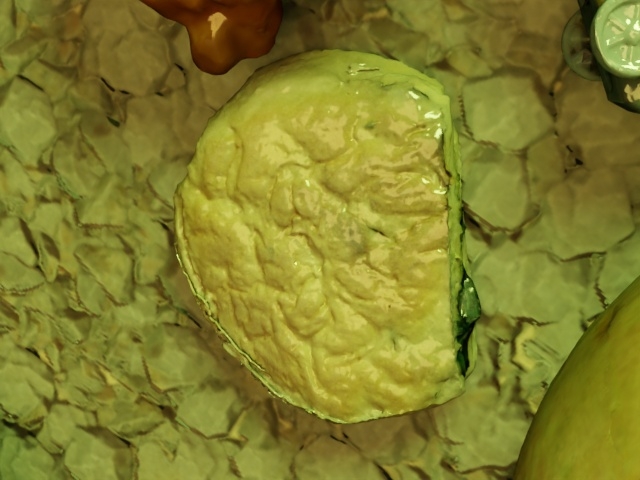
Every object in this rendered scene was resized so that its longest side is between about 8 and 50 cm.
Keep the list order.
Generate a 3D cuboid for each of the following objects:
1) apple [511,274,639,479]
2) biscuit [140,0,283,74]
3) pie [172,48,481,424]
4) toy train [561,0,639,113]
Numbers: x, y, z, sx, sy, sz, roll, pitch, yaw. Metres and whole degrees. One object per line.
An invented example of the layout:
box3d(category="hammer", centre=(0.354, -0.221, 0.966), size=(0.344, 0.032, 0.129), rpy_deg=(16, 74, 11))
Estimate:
box3d(category="apple", centre=(0.231, 0.150, 0.405), size=(0.338, 0.305, 0.338), rpy_deg=(3, 116, 7))
box3d(category="biscuit", centre=(-0.044, -0.284, 0.455), size=(0.312, 0.110, 0.318), rpy_deg=(-41, 87, 30))
box3d(category="pie", centre=(-0.001, 0.001, 0.559), size=(0.185, 0.052, 0.218), rpy_deg=(-1, 105, 14))
box3d(category="toy train", centre=(0.169, -0.149, 0.457), size=(0.127, 0.089, 0.219), rpy_deg=(-19, 97, 9))
